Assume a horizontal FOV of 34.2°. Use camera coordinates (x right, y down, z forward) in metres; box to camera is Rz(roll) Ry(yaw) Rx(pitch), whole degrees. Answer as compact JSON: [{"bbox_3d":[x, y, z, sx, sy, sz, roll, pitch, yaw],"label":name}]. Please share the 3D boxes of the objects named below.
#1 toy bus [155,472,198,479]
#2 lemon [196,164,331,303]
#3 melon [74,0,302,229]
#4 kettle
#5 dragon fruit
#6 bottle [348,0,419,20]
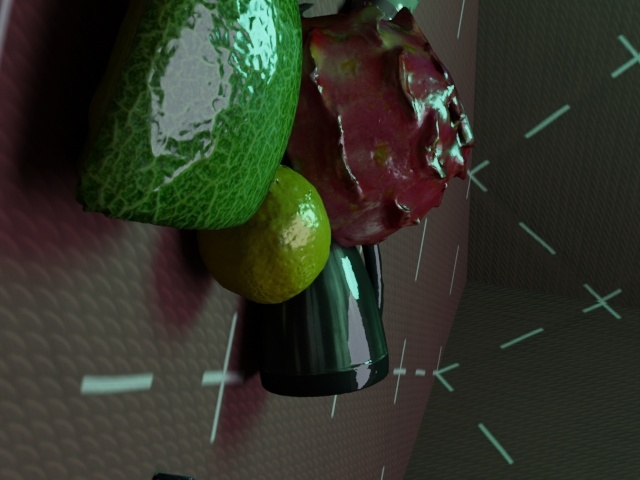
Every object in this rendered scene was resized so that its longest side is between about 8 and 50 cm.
[{"bbox_3d":[-0.197,0.383,1.329,0.047,0.065,0.166,58,42,-67],"label":"toy bus"},{"bbox_3d":[-0.075,-0.009,1.350,0.193,0.180,0.181,125,-20,-71],"label":"lemon"},{"bbox_3d":[-0.127,-0.202,1.046,0.331,0.226,0.344,-1,114,-57],"label":"melon"},{"bbox_3d":[0.013,0.083,1.626,0.207,0.250,0.271,-162,-117,-71],"label":"kettle"},{"bbox_3d":[0.091,-0.187,1.554,0.371,0.249,0.386,-59,132,-63],"label":"dragon fruit"},{"bbox_3d":[0.114,-0.424,1.885,0.233,0.110,0.110,-65,157,-47],"label":"bottle"}]
